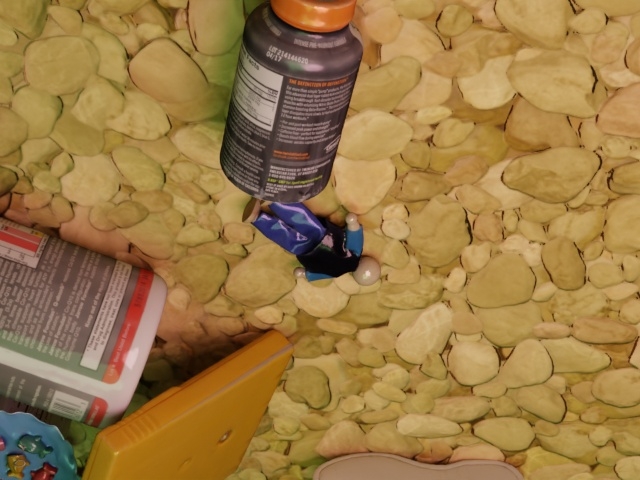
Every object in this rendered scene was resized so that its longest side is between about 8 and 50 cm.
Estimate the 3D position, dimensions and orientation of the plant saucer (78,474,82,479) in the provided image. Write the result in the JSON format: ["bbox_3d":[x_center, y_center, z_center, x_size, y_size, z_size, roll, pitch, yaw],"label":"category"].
[{"bbox_3d":[-0.440,0.490,1.779,0.317,0.318,0.044,-8,141,13],"label":"plant saucer"}]

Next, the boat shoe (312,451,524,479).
[{"bbox_3d":[0.140,0.374,1.740,0.304,0.109,0.091,2,125,0],"label":"boat shoe"}]

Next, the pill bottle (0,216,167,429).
[{"bbox_3d":[-0.392,0.083,1.498,0.362,0.210,0.210,21,129,-10],"label":"pill bottle"}]

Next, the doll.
[{"bbox_3d":[0.000,0.000,1.488,0.189,0.046,0.129,35,126,-20],"label":"doll"}]

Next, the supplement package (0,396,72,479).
[{"bbox_3d":[-0.513,0.295,1.690,0.261,0.204,0.145,-15,127,17],"label":"supplement package"}]

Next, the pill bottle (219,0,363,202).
[{"bbox_3d":[-0.028,-0.170,1.296,0.130,0.130,0.246,13,130,-4],"label":"pill bottle"}]

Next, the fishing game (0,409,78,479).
[{"bbox_3d":[-0.400,0.293,1.527,0.264,0.041,0.189,12,123,-12],"label":"fishing game"}]

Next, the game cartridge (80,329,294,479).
[{"bbox_3d":[-0.194,0.279,1.587,0.052,0.323,0.285,42,131,21],"label":"game cartridge"}]
